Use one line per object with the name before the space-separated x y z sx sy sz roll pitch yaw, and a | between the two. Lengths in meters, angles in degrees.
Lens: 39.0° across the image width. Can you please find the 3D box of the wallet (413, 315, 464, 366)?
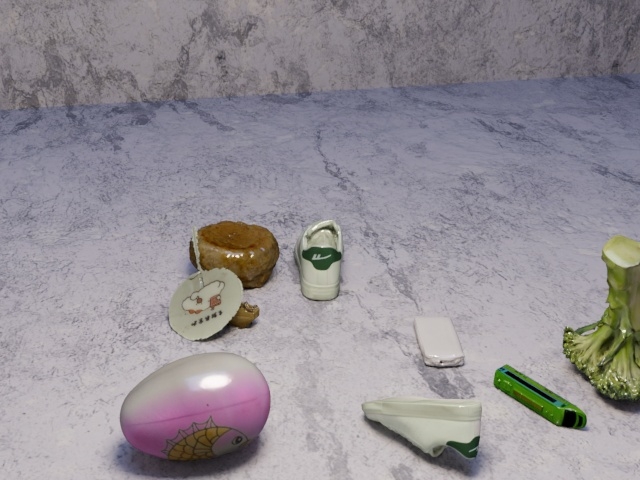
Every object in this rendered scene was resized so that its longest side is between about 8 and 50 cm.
wallet | 0.263 0.223 2.018 0.095 0.033 0.190 -1 26 -1

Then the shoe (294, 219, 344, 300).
shoe | 0.000 0.000 2.315 0.132 0.160 0.363 3 27 -2

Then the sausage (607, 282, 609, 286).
sausage | 0.783 0.135 2.217 0.043 0.043 0.186 -20 34 -37

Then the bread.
bread | -0.214 0.038 2.267 0.230 0.122 0.230 6 23 -2

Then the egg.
egg | -0.226 0.304 1.647 0.271 0.196 0.196 -11 27 1

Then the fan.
fan | -0.277 0.090 2.105 0.191 0.009 0.329 -24 51 9

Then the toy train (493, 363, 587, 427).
toy train | 0.438 0.320 1.816 0.042 0.044 0.209 -17 32 -34

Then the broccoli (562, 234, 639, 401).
broccoli | 0.605 0.164 1.823 0.252 0.361 0.221 -41 42 0

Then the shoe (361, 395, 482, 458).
shoe | 0.185 0.351 1.691 0.265 0.110 0.095 -9 -5 44

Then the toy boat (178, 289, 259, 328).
toy boat | -0.237 0.147 2.098 0.206 0.072 0.064 14 27 22
